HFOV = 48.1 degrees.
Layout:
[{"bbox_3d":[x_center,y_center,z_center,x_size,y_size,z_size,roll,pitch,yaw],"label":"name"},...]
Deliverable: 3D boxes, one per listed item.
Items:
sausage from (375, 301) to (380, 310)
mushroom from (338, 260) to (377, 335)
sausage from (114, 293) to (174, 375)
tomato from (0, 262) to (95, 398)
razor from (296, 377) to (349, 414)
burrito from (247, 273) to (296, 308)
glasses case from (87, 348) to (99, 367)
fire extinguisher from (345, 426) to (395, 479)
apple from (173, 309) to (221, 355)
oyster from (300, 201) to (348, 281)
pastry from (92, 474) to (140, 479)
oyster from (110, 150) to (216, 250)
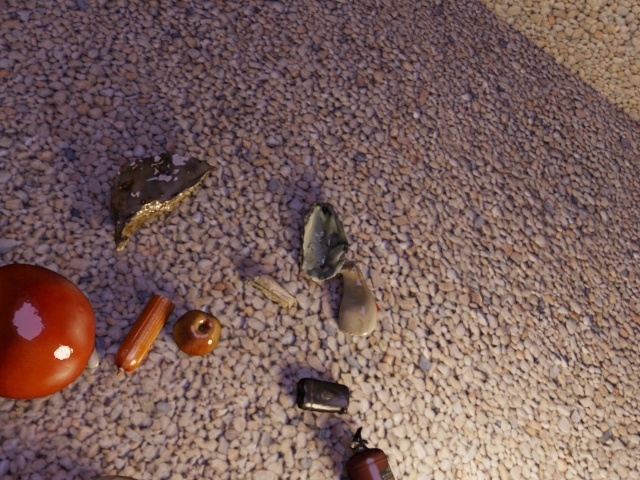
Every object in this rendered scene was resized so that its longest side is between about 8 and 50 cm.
[{"bbox_3d":[0.134,0.164,2.176,0.034,0.034,0.129,-26,77,-29],"label":"sausage"},{"bbox_3d":[0.108,0.169,2.115,0.116,0.093,0.225,-2,81,3],"label":"mushroom"},{"bbox_3d":[-0.469,0.253,1.878,0.071,0.071,0.234,30,59,-6],"label":"sausage"},{"bbox_3d":[-0.686,0.215,1.693,0.321,0.321,0.322,9,63,-17],"label":"tomato"},{"bbox_3d":[0.008,0.433,1.986,0.148,0.054,0.090,12,62,-17],"label":"razor"},{"bbox_3d":[-0.137,0.142,2.076,0.149,0.041,0.055,35,72,-2],"label":"burrito"},{"bbox_3d":[-0.593,0.287,1.841,0.032,0.021,0.083,-14,72,-26],"label":"glasses case"},{"bbox_3d":[0.153,0.665,1.905,0.114,0.135,0.337,-26,74,14],"label":"fire extinguisher"},{"bbox_3d":[-0.331,0.246,1.915,0.126,0.102,0.126,8,63,-17],"label":"apple"},{"bbox_3d":[-0.001,-0.002,2.172,0.199,0.087,0.252,-32,60,-9],"label":"oyster"},{"bbox_3d":[-0.464,0.662,1.629,0.264,0.133,0.265,14,53,-19],"label":"pastry"},{"bbox_3d":[-0.489,-0.141,2.055,0.204,0.111,0.396,36,57,19],"label":"oyster"}]
